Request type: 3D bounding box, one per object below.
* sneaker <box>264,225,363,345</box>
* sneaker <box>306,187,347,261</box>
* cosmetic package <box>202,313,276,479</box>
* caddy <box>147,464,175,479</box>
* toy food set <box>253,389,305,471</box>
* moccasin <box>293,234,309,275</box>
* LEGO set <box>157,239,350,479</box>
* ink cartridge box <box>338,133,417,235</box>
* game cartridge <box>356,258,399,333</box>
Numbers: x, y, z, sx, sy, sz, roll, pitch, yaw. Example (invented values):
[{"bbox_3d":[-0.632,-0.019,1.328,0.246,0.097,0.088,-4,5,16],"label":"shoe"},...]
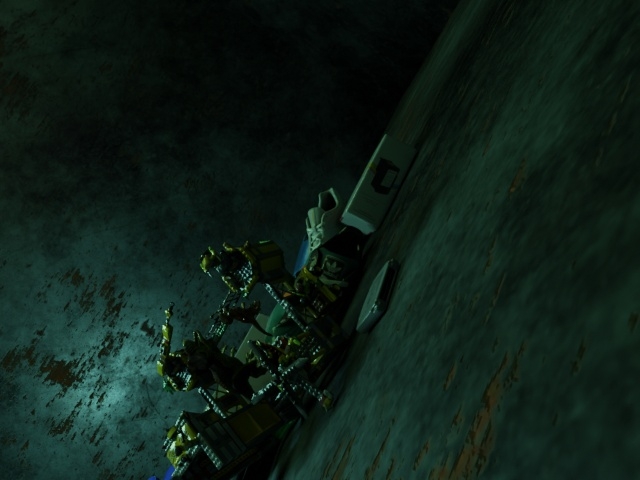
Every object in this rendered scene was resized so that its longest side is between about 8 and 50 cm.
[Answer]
[{"bbox_3d":[-0.004,0.082,0.864,0.302,0.108,0.121,-61,-4,-49],"label":"sneaker"},{"bbox_3d":[0.000,0.000,1.086,0.099,0.121,0.262,-11,44,29],"label":"sneaker"},{"bbox_3d":[-0.161,0.353,0.947,0.377,0.097,0.284,-64,-4,-65],"label":"cosmetic package"},{"bbox_3d":[-0.381,0.716,1.262,0.241,0.179,0.341,-37,9,18],"label":"caddy"},{"bbox_3d":[-0.077,0.294,0.864,0.192,0.039,0.132,-61,1,36],"label":"toy food set"},{"bbox_3d":[-0.003,0.063,1.354,0.342,0.117,0.137,-128,53,-84],"label":"moccasin"},{"bbox_3d":[-0.129,0.168,0.666,0.331,0.255,0.192,-49,-19,30],"label":"LEGO set"},{"bbox_3d":[0.112,-0.107,1.027,0.175,0.072,0.127,-63,0,-8],"label":"ink cartridge box"},{"bbox_3d":[0.064,0.064,0.583,0.056,0.017,0.083,-56,5,45],"label":"game cartridge"}]
